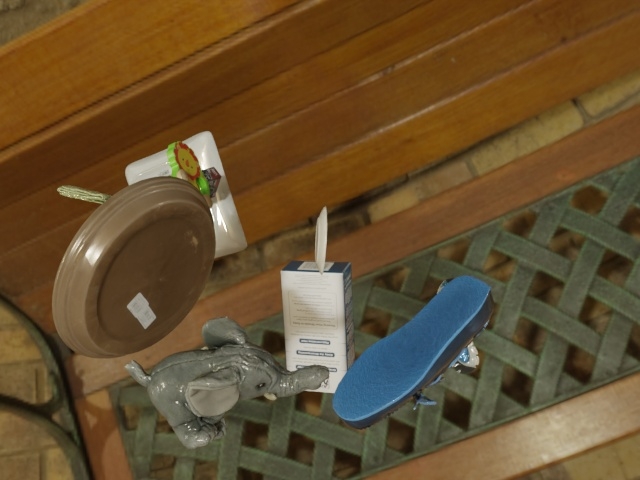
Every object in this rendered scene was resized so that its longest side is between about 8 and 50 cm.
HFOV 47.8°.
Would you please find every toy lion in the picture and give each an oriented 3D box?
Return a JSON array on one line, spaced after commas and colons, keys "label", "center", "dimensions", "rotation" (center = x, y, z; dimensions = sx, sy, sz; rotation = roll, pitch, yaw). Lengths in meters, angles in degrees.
[{"label": "toy lion", "center": [-0.210, -0.106, 1.154], "dimensions": [0.034, 0.096, 0.100], "rotation": [-22, 133, 21]}]

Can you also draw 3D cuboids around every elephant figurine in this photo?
[{"label": "elephant figurine", "center": [-0.144, 0.205, 1.128], "dimensions": [0.239, 0.169, 0.186], "rotation": [-39, 159, 32]}]

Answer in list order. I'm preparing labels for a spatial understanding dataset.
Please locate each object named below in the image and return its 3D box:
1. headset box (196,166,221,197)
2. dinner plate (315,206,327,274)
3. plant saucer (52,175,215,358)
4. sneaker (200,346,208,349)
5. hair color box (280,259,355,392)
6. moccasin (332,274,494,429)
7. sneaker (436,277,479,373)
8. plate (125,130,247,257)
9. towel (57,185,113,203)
[{"label": "headset box", "center": [-0.240, -0.109, 1.449], "dimensions": [0.083, 0.032, 0.062], "rotation": [-20, 151, -38]}, {"label": "dinner plate", "center": [0.000, 0.000, 1.478], "dimensions": [0.017, 0.141, 0.141], "rotation": [3, 143, -3]}, {"label": "plant saucer", "center": [-0.239, 0.046, 0.993], "dimensions": [0.278, 0.041, 0.278], "rotation": [-41, 147, -35]}, {"label": "sneaker", "center": [-0.176, 0.263, 1.549], "dimensions": [0.161, 0.102, 0.282], "rotation": [-16, 167, -24]}, {"label": "hair color box", "center": [-0.003, 0.233, 1.958], "dimensions": [0.174, 0.105, 0.347], "rotation": [2, 106, 16]}, {"label": "moccasin", "center": [0.179, 0.210, 1.235], "dimensions": [0.342, 0.138, 0.117], "rotation": [-37, 135, -7]}, {"label": "sneaker", "center": [0.270, 0.171, 1.465], "dimensions": [0.071, 0.191, 0.083], "rotation": [-8, 180, 2]}, {"label": "plate", "center": [-0.321, -0.077, 1.642], "dimensions": [0.277, 0.278, 0.045], "rotation": [-17, -179, 31]}, {"label": "towel", "center": [-0.516, -0.100, 1.609], "dimensions": [0.110, 0.027, 0.148], "rotation": [13, 179, -7]}]
